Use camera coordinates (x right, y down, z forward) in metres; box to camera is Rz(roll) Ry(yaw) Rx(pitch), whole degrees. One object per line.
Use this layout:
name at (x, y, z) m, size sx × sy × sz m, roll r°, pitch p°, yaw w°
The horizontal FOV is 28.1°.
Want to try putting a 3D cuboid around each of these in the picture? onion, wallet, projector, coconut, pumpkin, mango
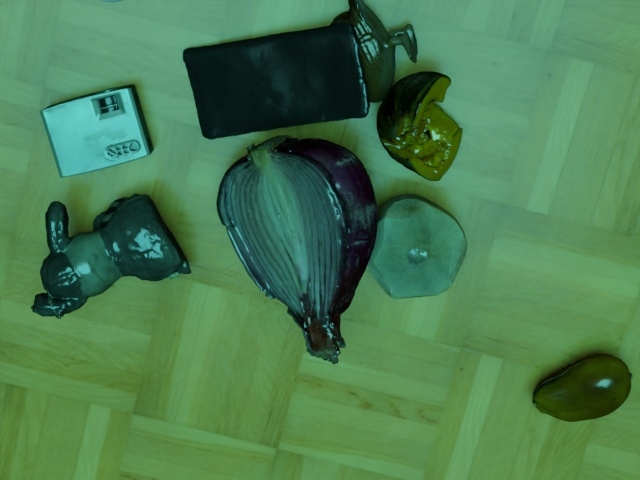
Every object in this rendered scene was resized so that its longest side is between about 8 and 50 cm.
onion at (0.000, 0.000, 1.948) m, size 0.267 × 0.159 × 0.349 m, roll -4°, pitch 106°, yaw 48°
wallet at (-0.066, -0.241, 1.943) m, size 0.285 × 0.030 × 0.146 m, roll -6°, pitch 101°, yaw 20°
projector at (-0.345, -0.171, 1.985) m, size 0.147 × 0.061 × 0.115 m, roll -14°, pitch 105°, yaw 4°
coconut at (0.145, 0.014, 1.973) m, size 0.161 × 0.162 × 0.161 m, roll 0°, pitch 104°, yaw 1°
pumpkin at (0.141, -0.183, 1.938) m, size 0.119 × 0.107 × 0.183 m, roll -47°, pitch 146°, yaw -24°
mango at (0.427, 0.240, 2.073) m, size 0.159 × 0.084 × 0.105 m, roll -18°, pitch 121°, yaw 26°

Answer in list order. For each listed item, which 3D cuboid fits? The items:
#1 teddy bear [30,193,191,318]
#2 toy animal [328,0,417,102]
teddy bear at (-0.343, 0.007, 1.994) m, size 0.251 × 0.144 × 0.171 m, roll -15°, pitch 101°, yaw -5°
toy animal at (0.052, -0.295, 1.940) m, size 0.179 × 0.089 × 0.188 m, roll -15°, pitch 108°, yaw 18°
